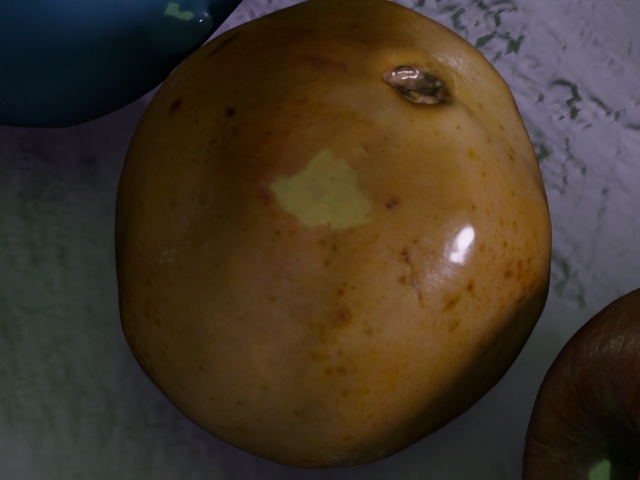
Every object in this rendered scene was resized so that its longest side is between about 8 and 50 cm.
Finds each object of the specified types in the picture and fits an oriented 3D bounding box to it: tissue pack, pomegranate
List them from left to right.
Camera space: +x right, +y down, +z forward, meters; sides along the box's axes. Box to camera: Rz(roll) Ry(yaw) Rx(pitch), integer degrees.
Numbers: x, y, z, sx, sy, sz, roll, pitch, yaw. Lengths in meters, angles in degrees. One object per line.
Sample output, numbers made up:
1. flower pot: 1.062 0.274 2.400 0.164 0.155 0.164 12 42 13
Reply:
1. tissue pack: -0.114 -0.204 0.949 0.206 0.198 0.287 0 43 40
2. pomegranate: 0.004 -0.004 0.876 0.233 0.233 0.233 2 63 -3

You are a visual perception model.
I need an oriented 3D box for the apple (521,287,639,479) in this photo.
1. apple: 0.203 0.116 0.841 0.188 0.211 0.211 8 59 -30
